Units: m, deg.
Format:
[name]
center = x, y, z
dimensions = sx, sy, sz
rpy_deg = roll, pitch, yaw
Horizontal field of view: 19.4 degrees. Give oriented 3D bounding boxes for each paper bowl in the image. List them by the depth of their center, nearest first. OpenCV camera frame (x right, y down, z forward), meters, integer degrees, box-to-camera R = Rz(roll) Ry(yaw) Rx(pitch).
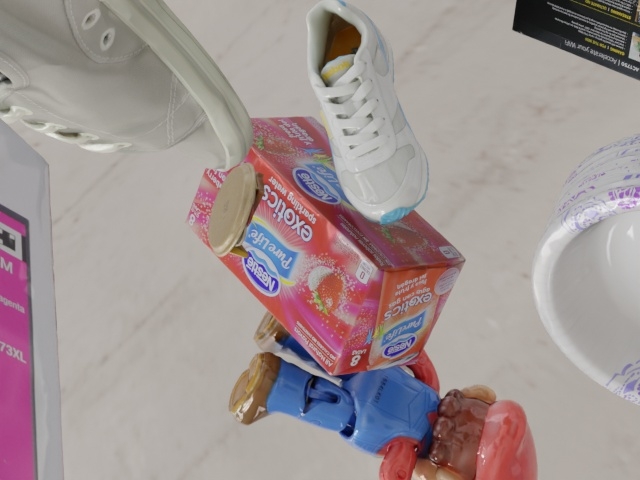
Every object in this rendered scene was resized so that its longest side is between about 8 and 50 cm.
[paper bowl]
center = 0.341, 0.017, 1.661
dimensions = 0.284, 0.284, 0.148
rpy_deg = 31, 51, -5

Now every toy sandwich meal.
[toy sandwich meal]
center = -0.062, -0.023, 1.469
dimensions = 0.029, 0.085, 0.086
rpy_deg = 18, 93, -21

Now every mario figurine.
[mario figurine]
center = 0.065, 0.193, 1.854
dimensions = 0.320, 0.170, 0.198
rpy_deg = 28, 92, -8

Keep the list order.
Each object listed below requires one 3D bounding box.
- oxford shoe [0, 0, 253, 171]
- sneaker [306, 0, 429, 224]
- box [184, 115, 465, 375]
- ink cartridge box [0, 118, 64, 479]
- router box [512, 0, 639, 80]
[oxford shoe]
center = -0.162, -0.127, 1.192
dimensions = 0.169, 0.449, 0.130
rpy_deg = 42, 90, 19
[sneaker]
center = 0.033, -0.117, 1.715
dimensions = 0.087, 0.092, 0.229
rpy_deg = -25, 58, 16
[box]
center = 0.000, 0.000, 1.791
dimensions = 0.122, 0.257, 0.128
rpy_deg = -6, 129, -42
[ink cartridge box]
center = -0.190, 0.072, 0.802
dimensions = 0.069, 0.371, 0.175
rpy_deg = 30, 123, -36
[router box]
center = 0.265, -0.226, 1.691
dimensions = 0.179, 0.046, 0.133
rpy_deg = 27, 130, 28
